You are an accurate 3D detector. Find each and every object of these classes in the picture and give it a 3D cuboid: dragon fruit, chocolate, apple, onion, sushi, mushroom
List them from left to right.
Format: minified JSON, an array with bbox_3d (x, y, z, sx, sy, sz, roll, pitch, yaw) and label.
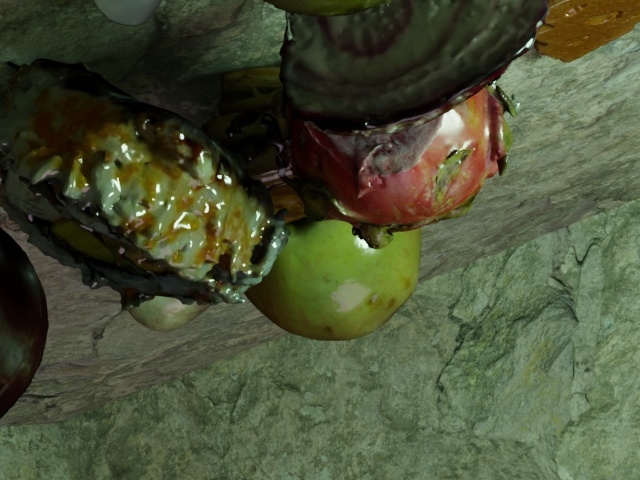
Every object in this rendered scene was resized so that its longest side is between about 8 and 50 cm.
[{"bbox_3d":[-0.583,0.080,1.510,0.384,0.383,0.331,-17,154,1],"label":"chocolate"},{"bbox_3d":[-0.232,-0.046,1.315,0.417,0.176,0.417,24,161,9],"label":"sushi"},{"bbox_3d":[-0.240,0.027,1.976,0.189,0.195,0.253,-30,-164,19],"label":"mushroom"},{"bbox_3d":[0.000,0.000,1.856,0.338,0.338,0.305,-20,161,11],"label":"apple"},{"bbox_3d":[0.081,-0.118,1.287,0.269,0.250,0.291,-44,169,3],"label":"dragon fruit"},{"bbox_3d":[0.094,-0.220,1.077,0.280,0.314,0.146,-7,152,9],"label":"onion"}]

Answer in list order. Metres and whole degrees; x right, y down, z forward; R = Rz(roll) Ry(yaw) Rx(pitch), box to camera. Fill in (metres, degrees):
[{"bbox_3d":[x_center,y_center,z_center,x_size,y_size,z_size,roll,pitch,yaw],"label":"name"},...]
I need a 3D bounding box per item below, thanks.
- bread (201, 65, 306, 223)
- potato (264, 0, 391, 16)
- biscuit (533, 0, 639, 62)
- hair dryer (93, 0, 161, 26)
[{"bbox_3d":[-0.011,-0.147,1.568,0.370,0.191,0.314,-19,167,-10],"label":"bread"},{"bbox_3d":[0.064,-0.319,0.921,0.359,0.219,0.270,-24,-153,-8],"label":"potato"},{"bbox_3d":[0.401,-0.335,1.615,0.284,0.043,0.306,-14,168,-14],"label":"biscuit"},{"bbox_3d":[-0.246,-0.281,1.076,0.236,0.073,0.131,3,156,-31],"label":"hair dryer"}]
